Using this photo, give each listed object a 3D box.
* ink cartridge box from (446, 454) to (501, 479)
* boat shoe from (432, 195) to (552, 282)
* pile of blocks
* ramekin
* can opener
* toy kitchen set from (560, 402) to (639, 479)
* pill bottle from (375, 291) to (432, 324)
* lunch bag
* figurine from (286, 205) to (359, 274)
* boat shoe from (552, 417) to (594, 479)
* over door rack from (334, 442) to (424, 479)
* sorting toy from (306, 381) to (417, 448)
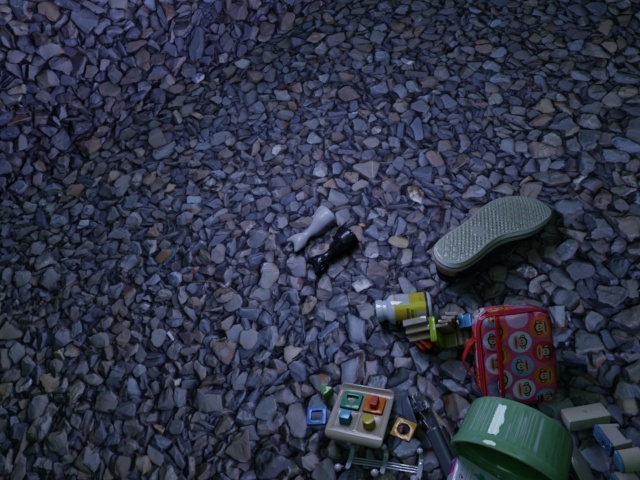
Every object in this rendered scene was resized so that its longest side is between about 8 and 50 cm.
[{"bbox_3d":[0.472,0.738,1.283,0.311,0.065,0.186,28,46,9],"label":"ink cartridge box"},{"bbox_3d":[0.594,-0.008,1.702,0.500,0.156,0.187,-28,53,-18],"label":"boat shoe"},{"bbox_3d":[0.450,0.304,1.550,0.362,0.149,0.112,-5,60,8],"label":"pile of blocks"},{"bbox_3d":[0.520,0.555,1.313,0.303,0.303,0.148,21,59,22],"label":"ramekin"},{"bbox_3d":[0.335,0.597,1.466,0.095,0.076,0.283,-40,55,26],"label":"can opener"},{"bbox_3d":[0.779,0.597,1.362,0.122,0.166,0.207,-9,23,0],"label":"toy kitchen set"},{"bbox_3d":[0.283,0.232,1.653,0.184,0.103,0.103,-7,60,9],"label":"pill bottle"},{"bbox_3d":[0.557,0.340,1.459,0.258,0.120,0.293,-7,94,4],"label":"lunch bag"},{"bbox_3d":[0.000,0.000,1.860,0.209,0.092,0.215,-41,60,-7],"label":"figurine"},{"bbox_3d":[0.697,0.616,1.384,0.065,0.075,0.206,-46,57,36],"label":"boat shoe"},{"bbox_3d":[0.148,0.704,1.334,0.239,0.108,0.324,-2,35,22],"label":"over door rack"},{"bbox_3d":[0.124,0.529,1.505,0.348,0.047,0.196,4,39,20],"label":"sorting toy"}]
